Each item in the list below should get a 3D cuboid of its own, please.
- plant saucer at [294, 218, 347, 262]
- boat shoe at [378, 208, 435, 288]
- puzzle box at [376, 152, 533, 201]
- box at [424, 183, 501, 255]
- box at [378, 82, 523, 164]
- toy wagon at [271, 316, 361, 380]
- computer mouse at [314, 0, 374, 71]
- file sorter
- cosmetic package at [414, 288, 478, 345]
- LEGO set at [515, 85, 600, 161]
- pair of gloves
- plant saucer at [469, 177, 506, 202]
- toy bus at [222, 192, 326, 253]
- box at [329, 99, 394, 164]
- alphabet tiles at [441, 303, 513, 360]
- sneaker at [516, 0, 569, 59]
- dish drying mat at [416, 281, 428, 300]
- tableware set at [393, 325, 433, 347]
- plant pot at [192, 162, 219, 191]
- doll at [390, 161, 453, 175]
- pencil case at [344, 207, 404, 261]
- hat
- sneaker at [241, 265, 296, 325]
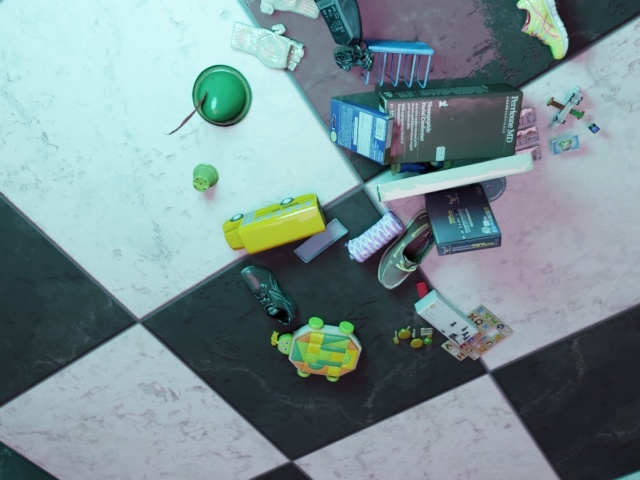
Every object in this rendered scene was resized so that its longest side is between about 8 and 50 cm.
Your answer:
[{"bbox_3d":[0.000,0.000,1.590,0.192,0.018,0.067,-38,113,17],"label":"plant saucer"},{"bbox_3d":[0.300,0.047,1.573,0.117,0.096,0.324,25,115,-14],"label":"boat shoe"},{"bbox_3d":[0.368,-0.177,1.353,0.409,0.272,0.052,-11,94,6],"label":"puzzle box"},{"bbox_3d":[0.430,-0.066,1.416,0.183,0.232,0.059,-9,135,9],"label":"box"},{"bbox_3d":[0.365,-0.337,1.342,0.382,0.143,0.191,-5,118,0],"label":"box"},{"bbox_3d":[-0.023,0.423,1.792,0.344,0.068,0.267,10,118,-6],"label":"toy wagon"},{"bbox_3d":[0.058,-0.572,1.178,0.072,0.188,0.272,-36,122,-9],"label":"computer mouse"},{"bbox_3d":[0.207,-0.486,1.271,0.170,0.118,0.104,2,123,-2],"label":"file sorter"},{"bbox_3d":[0.471,0.291,1.721,0.239,0.060,0.099,38,111,-19],"label":"cosmetic package"},{"bbox_3d":[0.706,-0.347,1.403,0.244,0.060,0.182,-15,122,17],"label":"LEGO set"},{"bbox_3d":[-0.121,-0.594,1.249,0.204,0.042,0.240,21,117,-12],"label":"pair of gloves"},{"bbox_3d":[0.547,-0.172,1.499,0.119,0.021,0.119,0,118,0],"label":"plant saucer"},{"bbox_3d":[-0.152,-0.047,1.497,0.333,0.130,0.108,-17,117,8],"label":"toy bus"},{"bbox_3d":[0.114,-0.320,1.333,0.036,0.225,0.136,-26,133,-34],"label":"box"},{"bbox_3d":[0.600,0.374,1.806,0.198,0.009,0.237,37,112,-19],"label":"alphabet tiles"},{"bbox_3d":[0.598,-0.579,1.252,0.094,0.081,0.208,-27,109,21],"label":"sneaker"},{"bbox_3d":[0.377,0.187,1.702,0.032,0.008,0.083,-16,119,9],"label":"dish drying mat"},{"bbox_3d":[0.362,0.377,1.799,0.154,0.024,0.104,-6,122,1],"label":"tableware set"},{"bbox_3d":[-0.366,-0.190,1.446,0.083,0.079,0.083,-1,118,-1],"label":"plant pot"},{"bbox_3d":[0.318,-0.228,1.417,0.189,0.129,0.046,-5,84,-11],"label":"doll"},{"bbox_3d":[0.182,-0.013,1.551,0.206,0.086,0.088,-39,85,17],"label":"pencil case"},{"bbox_3d":[-0.295,-0.372,1.287,0.173,0.183,0.208,25,115,-14],"label":"hat"},{"bbox_3d":[-0.180,0.199,1.647,0.101,0.106,0.267,-37,112,19],"label":"sneaker"}]
